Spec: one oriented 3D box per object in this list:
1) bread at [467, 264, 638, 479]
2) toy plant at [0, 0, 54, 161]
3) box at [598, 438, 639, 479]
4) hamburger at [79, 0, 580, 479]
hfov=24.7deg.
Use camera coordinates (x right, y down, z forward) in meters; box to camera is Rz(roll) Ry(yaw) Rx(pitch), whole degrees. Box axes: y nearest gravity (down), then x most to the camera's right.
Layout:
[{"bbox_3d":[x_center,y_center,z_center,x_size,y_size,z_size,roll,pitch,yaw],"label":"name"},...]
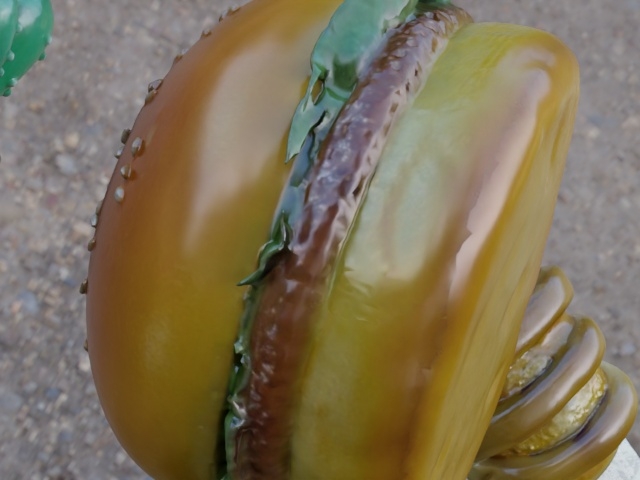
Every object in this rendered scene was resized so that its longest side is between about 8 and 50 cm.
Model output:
[{"bbox_3d":[0.107,0.068,0.839,0.119,0.084,0.177,-38,93,-17],"label":"bread"},{"bbox_3d":[-0.406,-0.158,1.562,0.185,0.279,0.400,37,75,4],"label":"toy plant"},{"bbox_3d":[0.209,0.187,1.347,0.069,0.164,0.256,-42,105,-19],"label":"box"},{"bbox_3d":[0.000,0.002,0.600,0.170,0.246,0.246,16,46,12],"label":"hamburger"}]
